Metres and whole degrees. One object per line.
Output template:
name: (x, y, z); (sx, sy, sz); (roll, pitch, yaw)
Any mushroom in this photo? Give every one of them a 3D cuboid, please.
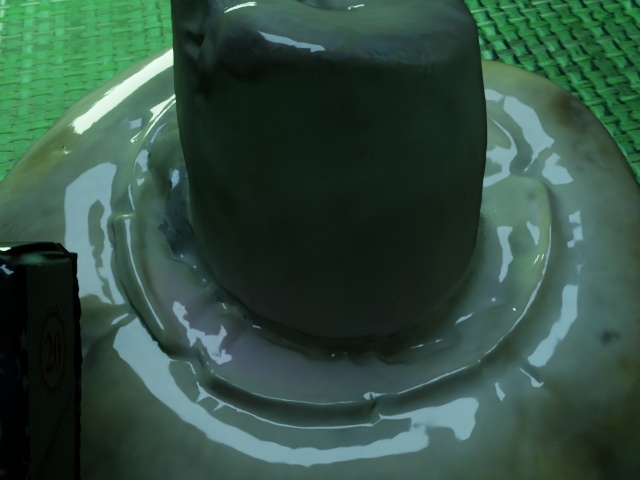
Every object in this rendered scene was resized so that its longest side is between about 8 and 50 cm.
mushroom: (0.008, 0.015, 0.635); (0.353, 0.353, 0.325); (22, 23, 33)

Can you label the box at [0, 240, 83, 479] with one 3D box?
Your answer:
box: (-0.194, 0.156, 0.482); (0.198, 0.310, 0.084); (0, 2, 7)
